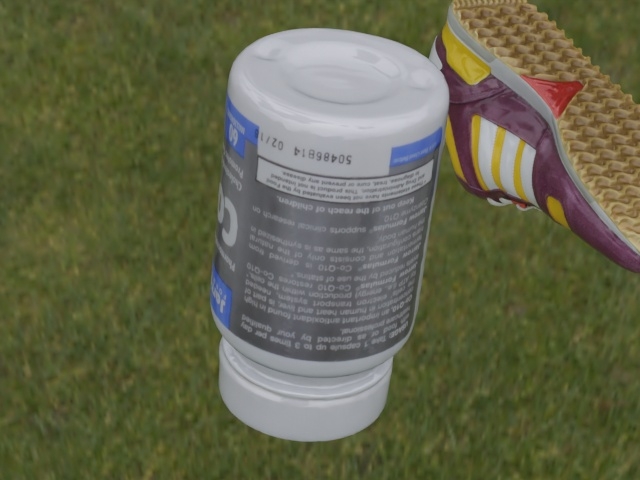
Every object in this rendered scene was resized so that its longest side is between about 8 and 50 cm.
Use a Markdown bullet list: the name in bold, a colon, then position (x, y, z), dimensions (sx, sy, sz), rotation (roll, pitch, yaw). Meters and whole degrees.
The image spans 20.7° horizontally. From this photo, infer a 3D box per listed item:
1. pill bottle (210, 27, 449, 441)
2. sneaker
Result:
- **pill bottle**: position (0.000, 0.000, 0.635), dimensions (0.078, 0.137, 0.078), rotation (5, 31, -3)
- **sneaker**: position (0.114, -0.039, 0.863), dimensions (0.069, 0.084, 0.185), rotation (-10, 51, -29)
